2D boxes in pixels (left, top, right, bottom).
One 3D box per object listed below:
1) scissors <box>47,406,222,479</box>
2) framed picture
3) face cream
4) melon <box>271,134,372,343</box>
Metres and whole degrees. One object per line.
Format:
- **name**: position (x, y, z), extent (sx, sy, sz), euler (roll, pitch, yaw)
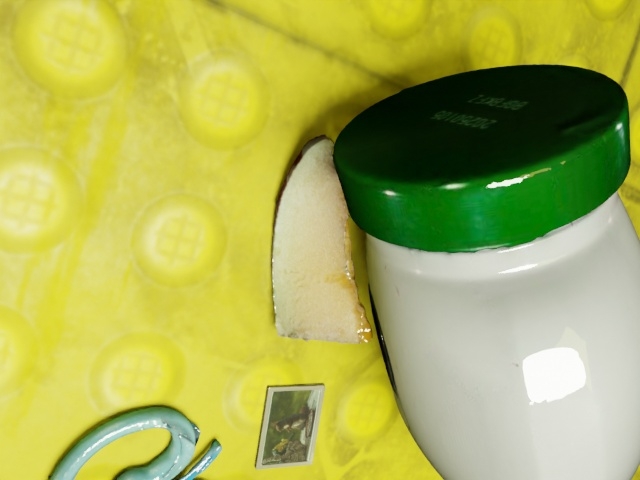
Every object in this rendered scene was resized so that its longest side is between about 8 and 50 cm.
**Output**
- **scissors**: position (-0.249, 0.302, 0.550), extent (0.393, 0.032, 0.180), euler (-35, 115, -16)
- **framed picture**: position (-0.030, 0.189, 0.650), extent (0.066, 0.007, 0.089), euler (6, 99, -28)
- **face cream**: position (0.155, 0.055, 0.544), extent (0.220, 0.312, 0.356), euler (-14, 119, 6)
- **melon**: position (-0.004, 0.003, 0.578), extent (0.054, 0.098, 0.182), euler (-9, 89, -37)
